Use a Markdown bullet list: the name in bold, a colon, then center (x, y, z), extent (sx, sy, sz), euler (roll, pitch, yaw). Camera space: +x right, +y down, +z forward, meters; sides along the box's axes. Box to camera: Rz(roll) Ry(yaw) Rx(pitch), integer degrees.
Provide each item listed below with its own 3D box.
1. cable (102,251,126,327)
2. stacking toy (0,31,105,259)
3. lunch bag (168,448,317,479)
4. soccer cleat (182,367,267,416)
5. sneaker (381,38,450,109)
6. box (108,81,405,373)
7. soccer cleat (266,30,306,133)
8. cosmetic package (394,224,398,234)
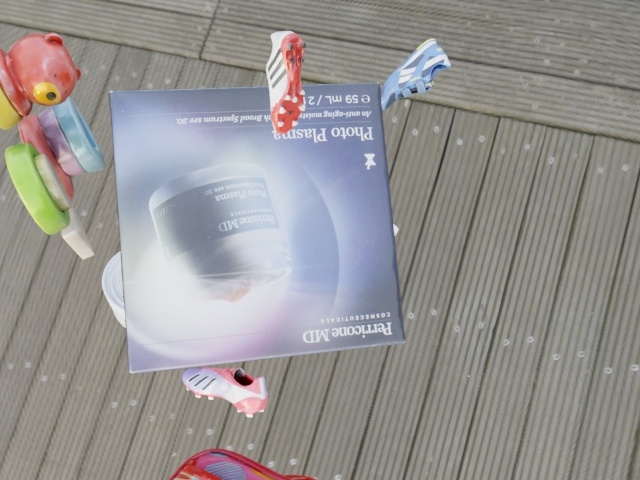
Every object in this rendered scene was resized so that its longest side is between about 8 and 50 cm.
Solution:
- **cable**: center (-0.319, 0.089, 1.330), extent (0.257, 0.089, 0.257), euler (20, 49, 17)
- **stacking toy**: center (-0.380, -0.140, 0.959), extent (0.130, 0.309, 0.280), euler (-25, 76, -9)
- **lunch bag**: center (-0.065, 0.353, 0.671), extent (0.292, 0.258, 0.120), euler (14, 122, 29)
- **soccer cleat**: center (-0.221, 0.326, 1.462), extent (0.247, 0.083, 0.095), euler (13, 102, 35)
- **sneaker**: center (0.152, -0.264, 1.044), extent (0.144, 0.053, 0.059), euler (-44, 83, 11)
- **box**: center (-0.074, -0.014, 0.737), extent (0.296, 0.183, 0.294), euler (-5, 87, -10)
- **soccer cleat**: center (-0.031, -0.131, 0.522), extent (0.035, 0.029, 0.083), euler (34, 129, 43)
- **cosmetic package**: center (0.000, 0.000, 1.224), extent (0.113, 0.309, 0.160), euler (38, 81, -22)
